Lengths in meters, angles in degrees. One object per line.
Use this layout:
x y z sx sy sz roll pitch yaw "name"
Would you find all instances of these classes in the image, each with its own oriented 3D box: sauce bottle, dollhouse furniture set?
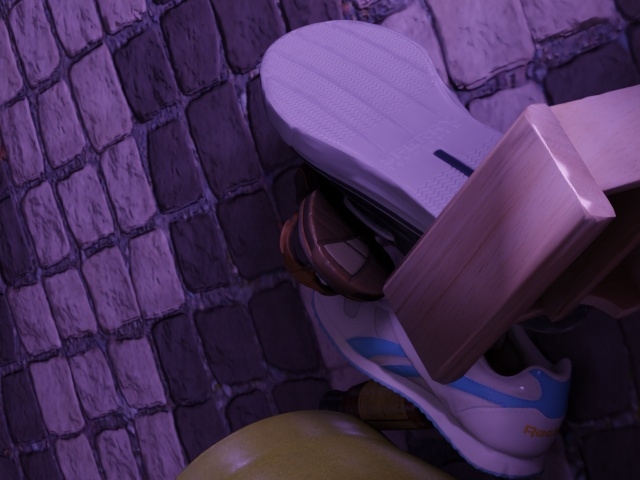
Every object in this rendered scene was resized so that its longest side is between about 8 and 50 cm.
0.046 0.126 1.357 0.128 0.042 0.042 -6 98 51 "sauce bottle"
0.255 0.111 0.895 0.394 0.256 0.362 61 145 19 "dollhouse furniture set"

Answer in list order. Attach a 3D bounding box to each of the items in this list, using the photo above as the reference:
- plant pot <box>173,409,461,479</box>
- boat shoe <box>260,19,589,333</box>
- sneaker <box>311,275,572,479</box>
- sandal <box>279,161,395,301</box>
0.042 0.305 1.219 0.353 0.366 0.366 45 135 50 "plant pot"
0.062 -0.040 1.213 0.335 0.121 0.119 47 159 46 "boat shoe"
0.088 0.071 1.261 0.229 0.087 0.092 37 118 33 "sneaker"
0.000 0.000 1.257 0.090 0.060 0.219 44 -171 -18 "sandal"
